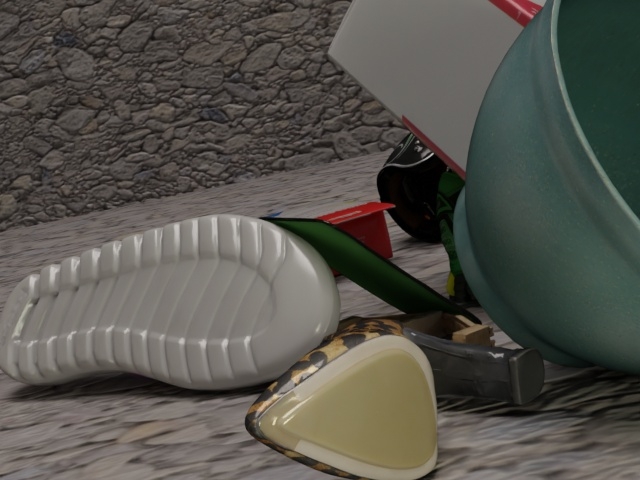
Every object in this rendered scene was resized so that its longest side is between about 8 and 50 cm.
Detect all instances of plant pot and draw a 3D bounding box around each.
[{"bbox_3d":[0.216,-0.025,0.771,0.293,0.293,0.196,-20,-16,-39],"label":"plant pot"}]

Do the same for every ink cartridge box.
[{"bbox_3d":[0.245,-0.159,1.132,0.385,0.160,0.279,1,36,-46],"label":"ink cartridge box"},{"bbox_3d":[0.000,0.000,1.450,0.134,0.078,0.231,-17,9,-22],"label":"ink cartridge box"}]

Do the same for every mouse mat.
[{"bbox_3d":[0.043,0.027,1.016,0.007,0.190,0.152,-61,24,-12],"label":"mouse mat"}]

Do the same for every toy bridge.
[{"bbox_3d":[0.085,0.080,0.982,0.063,0.026,0.188,-16,9,-35],"label":"toy bridge"}]

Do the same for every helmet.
[{"bbox_3d":[0.175,-0.089,1.498,0.161,0.169,0.169,-35,17,-24],"label":"helmet"}]

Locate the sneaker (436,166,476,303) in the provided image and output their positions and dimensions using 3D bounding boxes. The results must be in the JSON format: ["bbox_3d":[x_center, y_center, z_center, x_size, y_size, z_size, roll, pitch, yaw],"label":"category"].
[{"bbox_3d":[0.209,-0.045,1.210,0.134,0.146,0.343,-10,8,18],"label":"sneaker"}]

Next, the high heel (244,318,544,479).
[{"bbox_3d":[0.003,0.099,0.737,0.186,0.093,0.261,0,2,43],"label":"high heel"}]

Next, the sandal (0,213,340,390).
[{"bbox_3d":[-0.145,0.070,1.081,0.416,0.169,0.102,-4,-23,33],"label":"sandal"}]
